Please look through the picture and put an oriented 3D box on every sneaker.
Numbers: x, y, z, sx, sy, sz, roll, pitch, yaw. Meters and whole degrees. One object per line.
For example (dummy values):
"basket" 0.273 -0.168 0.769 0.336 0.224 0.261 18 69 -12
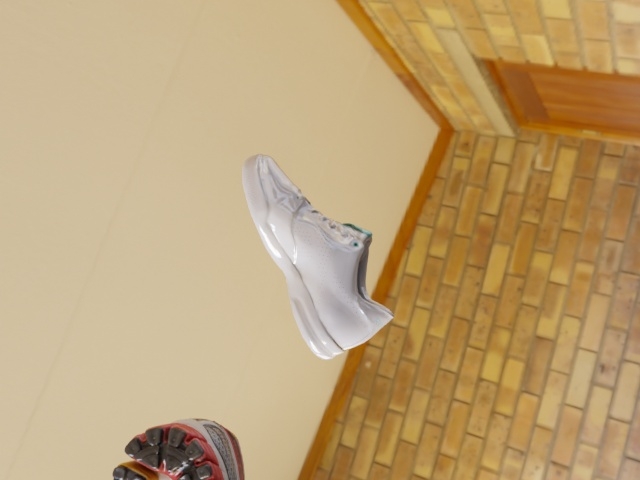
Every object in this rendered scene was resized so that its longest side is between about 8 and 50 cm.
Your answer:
"sneaker" -0.074 0.224 0.465 0.093 0.088 0.225 7 -95 -74
"sneaker" 0.000 0.000 0.699 0.212 0.094 0.080 65 -168 14
